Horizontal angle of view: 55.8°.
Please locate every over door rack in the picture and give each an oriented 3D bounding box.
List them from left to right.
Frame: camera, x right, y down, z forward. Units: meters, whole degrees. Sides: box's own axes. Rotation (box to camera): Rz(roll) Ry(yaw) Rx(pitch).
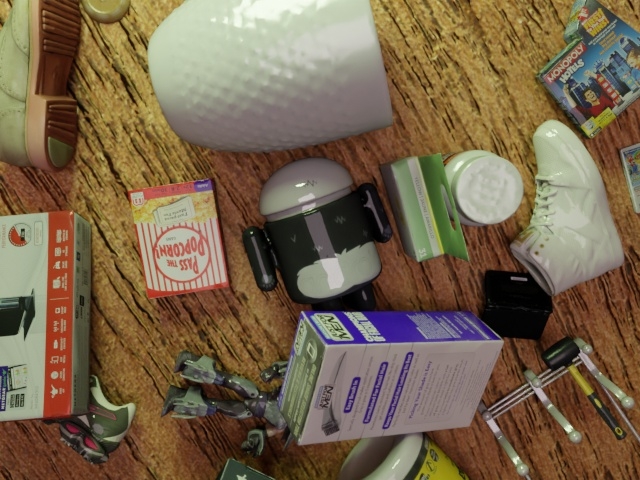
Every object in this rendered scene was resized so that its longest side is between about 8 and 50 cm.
[{"bbox_3d":[0.469,0.375,1.105,0.239,0.108,0.324,-33,97,3],"label":"over door rack"}]

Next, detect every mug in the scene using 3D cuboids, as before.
[{"bbox_3d":[-0.085,-0.316,0.947,0.327,0.276,0.375,-13,67,7],"label":"mug"}]

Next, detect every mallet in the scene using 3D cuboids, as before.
[{"bbox_3d":[0.452,0.262,1.042,0.062,0.039,0.190,-28,80,3],"label":"mallet"}]

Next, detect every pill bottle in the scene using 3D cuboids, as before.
[{"bbox_3d":[0.202,0.490,1.069,0.188,0.188,0.334,-43,97,3],"label":"pill bottle"},{"bbox_3d":[0.242,-0.086,0.985,0.121,0.221,0.121,0,96,-2],"label":"pill bottle"}]

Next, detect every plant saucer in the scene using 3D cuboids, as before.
[{"bbox_3d":[-0.368,-0.414,1.030,0.083,0.015,0.084,0,97,-1],"label":"plant saucer"}]

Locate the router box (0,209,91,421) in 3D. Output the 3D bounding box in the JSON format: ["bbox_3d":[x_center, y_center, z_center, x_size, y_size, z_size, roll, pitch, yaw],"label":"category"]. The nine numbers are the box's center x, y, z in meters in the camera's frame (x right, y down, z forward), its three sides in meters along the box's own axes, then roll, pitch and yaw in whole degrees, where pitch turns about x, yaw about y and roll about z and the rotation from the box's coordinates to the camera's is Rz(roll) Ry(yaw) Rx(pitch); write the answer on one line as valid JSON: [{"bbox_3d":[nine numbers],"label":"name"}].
[{"bbox_3d":[-0.543,0.132,1.001,0.300,0.082,0.336,-5,77,-1],"label":"router box"}]

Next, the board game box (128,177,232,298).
[{"bbox_3d":[-0.245,-0.004,1.067,0.146,0.045,0.194,-9,97,-1],"label":"board game box"}]

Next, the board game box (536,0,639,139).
[{"bbox_3d":[0.472,-0.311,1.048,0.194,0.060,0.194,-41,95,3],"label":"board game box"}]

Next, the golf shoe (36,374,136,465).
[{"bbox_3d":[-0.462,0.279,1.081,0.272,0.105,0.120,36,64,2],"label":"golf shoe"}]

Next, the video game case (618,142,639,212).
[{"bbox_3d":[0.600,-0.120,1.098,0.087,0.011,0.122,-18,97,1],"label":"video game case"}]

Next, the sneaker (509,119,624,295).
[{"bbox_3d":[0.398,-0.047,1.048,0.169,0.108,0.293,-27,98,-5],"label":"sneaker"}]

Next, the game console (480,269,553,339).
[{"bbox_3d":[0.356,0.119,1.119,0.122,0.071,0.107,5,67,-3],"label":"game console"}]

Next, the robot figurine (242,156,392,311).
[{"bbox_3d":[0.001,-0.001,1.016,0.173,0.209,0.278,-14,99,35],"label":"robot figurine"}]

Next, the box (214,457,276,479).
[{"bbox_3d":[-0.115,0.598,0.985,0.293,0.212,0.396,27,122,-4],"label":"box"}]

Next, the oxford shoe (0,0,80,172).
[{"bbox_3d":[-0.486,-0.315,0.979,0.146,0.140,0.398,5,94,5],"label":"oxford shoe"}]

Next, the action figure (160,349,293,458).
[{"bbox_3d":[-0.130,0.290,1.082,0.284,0.099,0.186,15,91,-7],"label":"action figure"}]

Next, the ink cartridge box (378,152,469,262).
[{"bbox_3d":[0.161,-0.050,0.979,0.056,0.235,0.171,-17,97,-1],"label":"ink cartridge box"}]

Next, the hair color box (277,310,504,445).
[{"bbox_3d":[0.116,0.218,0.995,0.338,0.110,0.185,3,114,-28],"label":"hair color box"}]
